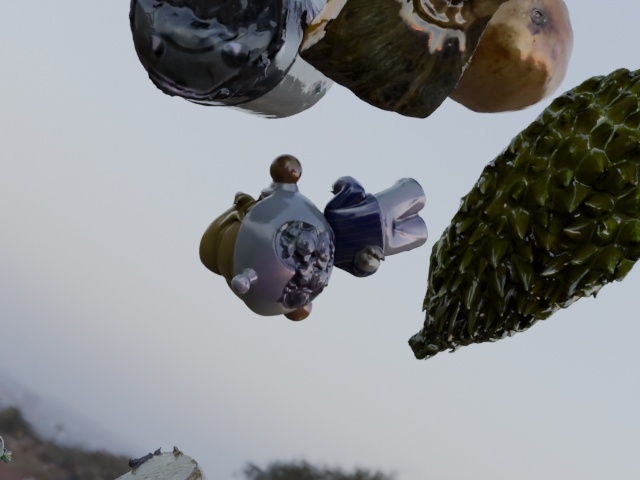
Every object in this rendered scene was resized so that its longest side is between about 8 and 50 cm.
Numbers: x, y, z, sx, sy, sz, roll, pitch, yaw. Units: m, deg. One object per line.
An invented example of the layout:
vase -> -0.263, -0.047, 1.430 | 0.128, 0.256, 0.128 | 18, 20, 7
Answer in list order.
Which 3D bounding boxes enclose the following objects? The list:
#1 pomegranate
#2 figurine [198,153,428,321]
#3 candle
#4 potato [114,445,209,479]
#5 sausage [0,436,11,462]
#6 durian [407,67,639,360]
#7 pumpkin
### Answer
pomegranate -> 0.223, -0.256, 1.791 | 0.207, 0.207, 0.207 | 31, -13, 8
figurine -> 0.003, 0.009, 1.604 | 0.274, 0.194, 0.133 | 8, 14, -34
candle -> -0.064, -0.226, 1.540 | 0.187, 0.187, 0.330 | 28, 8, 19
potato -> -0.126, 0.220, 0.995 | 0.089, 0.101, 0.172 | -1, 11, 33
sausage -> -0.338, 0.138, 1.030 | 0.033, 0.033, 0.269 | 20, -1, 45
durian -> 0.215, -0.028, 1.316 | 0.163, 0.394, 0.198 | 40, 19, -4
pumpkin -> 0.086, -0.255, 1.016 | 0.139, 0.280, 0.190 | 19, 37, -29
